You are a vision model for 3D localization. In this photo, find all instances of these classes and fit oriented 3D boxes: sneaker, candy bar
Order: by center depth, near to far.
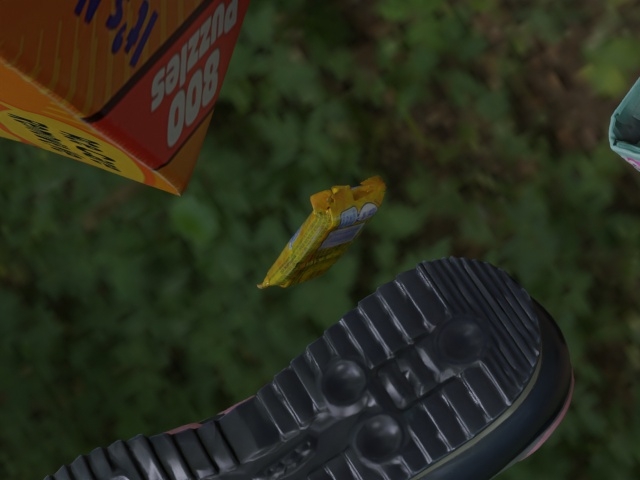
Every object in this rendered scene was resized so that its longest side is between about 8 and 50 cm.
[{"bbox_3d":[-0.018,0.129,0.927,0.131,0.319,0.112,37,-153,-62],"label":"sneaker"},{"bbox_3d":[0.000,0.000,0.975,0.161,0.040,0.018,125,125,-71],"label":"candy bar"}]

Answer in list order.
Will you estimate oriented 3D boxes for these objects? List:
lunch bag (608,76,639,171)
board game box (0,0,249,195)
[{"bbox_3d":[0.374,-0.078,1.433,0.223,0.262,0.160,30,-135,-39],"label":"lunch bag"},{"bbox_3d":[-0.180,-0.254,0.393,0.356,0.356,0.356,16,174,14],"label":"board game box"}]
